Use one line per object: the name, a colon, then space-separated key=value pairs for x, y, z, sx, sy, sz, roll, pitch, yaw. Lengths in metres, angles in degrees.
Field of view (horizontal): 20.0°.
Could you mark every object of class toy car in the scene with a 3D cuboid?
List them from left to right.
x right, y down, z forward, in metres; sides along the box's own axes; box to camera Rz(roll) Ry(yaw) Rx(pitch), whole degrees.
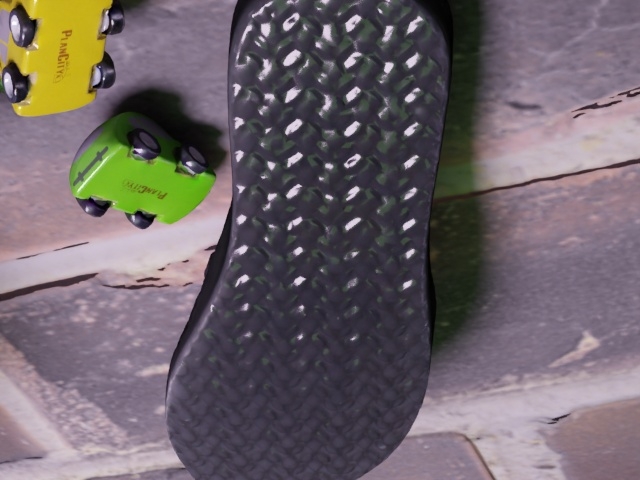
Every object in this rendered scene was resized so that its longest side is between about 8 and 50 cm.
toy car: x=-0.155 y=-0.059 z=1.082 sx=0.239 sy=0.053 sz=0.225 roll=-44 pitch=146 yaw=21

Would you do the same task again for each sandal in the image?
sandal: x=0.003 y=-0.001 z=1.157 sx=0.168 sy=0.107 sz=0.445 roll=10 pitch=129 yaw=-4

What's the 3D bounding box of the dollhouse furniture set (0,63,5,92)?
dollhouse furniture set: x=-0.337 y=-0.157 z=0.995 sx=0.302 sy=0.151 sz=0.197 roll=-16 pitch=145 yaw=-22
